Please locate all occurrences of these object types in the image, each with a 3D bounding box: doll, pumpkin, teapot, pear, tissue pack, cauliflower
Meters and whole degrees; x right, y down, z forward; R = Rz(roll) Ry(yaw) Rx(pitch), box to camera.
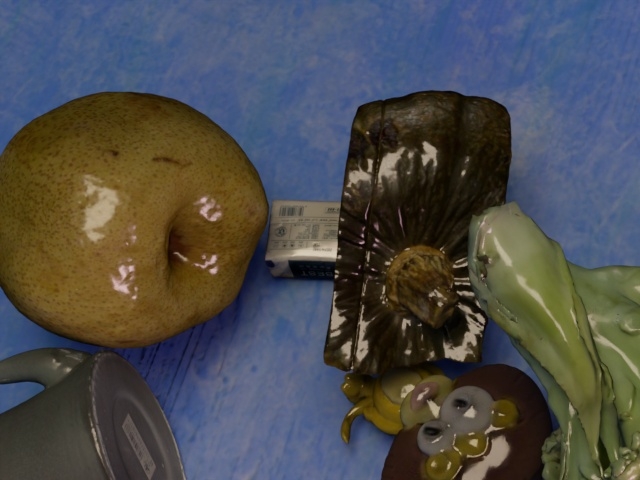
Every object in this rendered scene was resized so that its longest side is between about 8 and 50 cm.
[{"bbox_3d":[0.086,0.150,1.321,0.188,0.096,0.145,13,58,29],"label":"doll"},{"bbox_3d":[0.076,-0.024,1.353,0.131,0.126,0.248,8,49,-8],"label":"pumpkin"},{"bbox_3d":[-0.196,0.193,1.333,0.149,0.162,0.239,-21,90,10],"label":"teapot"},{"bbox_3d":[-0.166,-0.018,1.398,0.228,0.188,0.211,-27,33,-38],"label":"pear"},{"bbox_3d":[0.000,0.000,1.444,0.083,0.042,0.062,0,61,12],"label":"tissue pack"},{"bbox_3d":[0.236,0.119,1.181,0.327,0.260,0.281,-30,45,-17],"label":"cauliflower"}]
